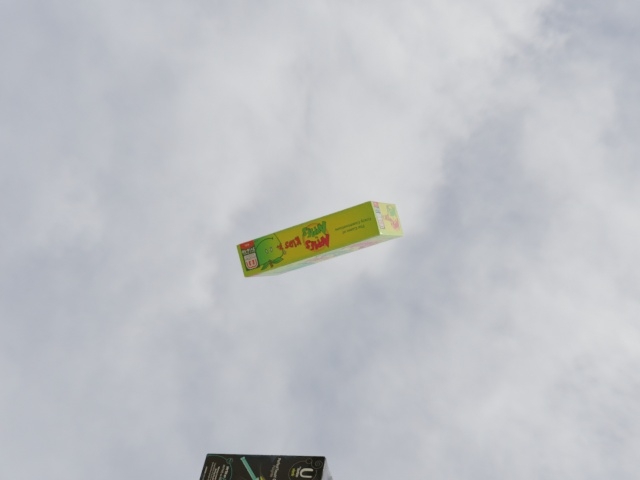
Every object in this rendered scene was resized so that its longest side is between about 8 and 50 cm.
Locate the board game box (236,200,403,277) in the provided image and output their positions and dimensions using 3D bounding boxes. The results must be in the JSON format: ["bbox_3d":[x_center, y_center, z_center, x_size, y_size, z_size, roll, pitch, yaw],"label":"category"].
[{"bbox_3d":[0.000,0.000,1.112,0.181,0.092,0.043,-18,-98,22],"label":"board game box"}]

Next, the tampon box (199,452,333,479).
[{"bbox_3d":[-0.068,0.345,1.136,0.161,0.101,0.120,-2,-139,15],"label":"tampon box"}]
